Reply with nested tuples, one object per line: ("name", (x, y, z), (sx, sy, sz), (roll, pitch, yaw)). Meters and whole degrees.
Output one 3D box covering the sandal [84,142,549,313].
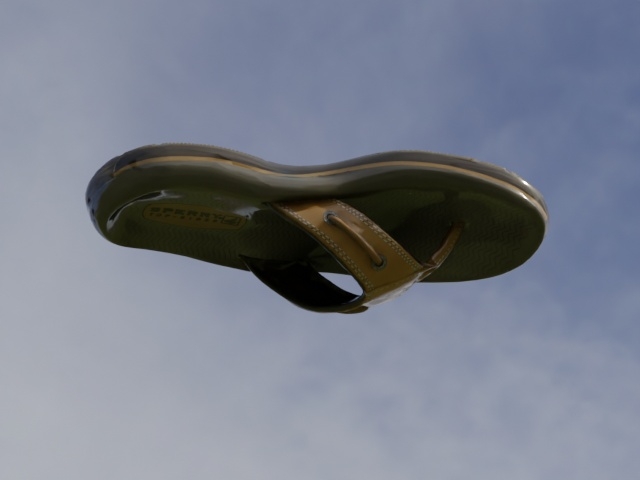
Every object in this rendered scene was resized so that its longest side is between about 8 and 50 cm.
("sandal", (0.000, 0.000, 0.850), (0.219, 0.060, 0.090), (6, -37, -17))
